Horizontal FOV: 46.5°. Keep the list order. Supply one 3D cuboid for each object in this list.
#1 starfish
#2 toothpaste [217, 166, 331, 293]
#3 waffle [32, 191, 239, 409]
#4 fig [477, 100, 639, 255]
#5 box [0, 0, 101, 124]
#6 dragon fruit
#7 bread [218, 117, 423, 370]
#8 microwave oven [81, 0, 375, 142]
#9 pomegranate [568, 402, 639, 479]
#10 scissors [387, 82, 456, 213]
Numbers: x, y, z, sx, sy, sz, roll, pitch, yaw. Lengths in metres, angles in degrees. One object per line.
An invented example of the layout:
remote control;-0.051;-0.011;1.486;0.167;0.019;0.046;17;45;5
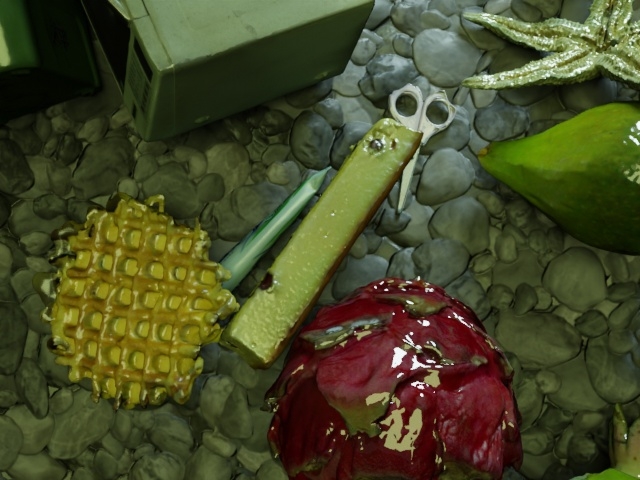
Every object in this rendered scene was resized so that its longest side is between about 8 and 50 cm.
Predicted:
starfish;0.371;-0.280;1.011;0.358;0.078;0.347;24;66;35
toothpaste;-0.088;0.002;1.059;0.048;0.075;0.297;43;93;-4
waffle;-0.265;0.078;1.045;0.329;0.062;0.329;-2;83;22
fig;0.343;-0.084;0.978;0.275;0.206;0.206;5;85;20
box;-0.451;-0.259;0.993;0.252;0.328;0.178;-16;92;5
dragon fruit;0.087;0.206;0.902;0.329;0.329;0.329;0;85;6
bread;0.000;0.001;0.972;0.077;0.138;0.361;35;74;-3
microwave oven;-0.166;-0.376;0.979;0.333;0.247;0.394;-23;82;-16
pomegranate;0.372;0.354;0.918;0.236;0.236;0.302;34;62;7
scissors;0.132;-0.130;1.072;0.100;0.015;0.189;12;87;4
